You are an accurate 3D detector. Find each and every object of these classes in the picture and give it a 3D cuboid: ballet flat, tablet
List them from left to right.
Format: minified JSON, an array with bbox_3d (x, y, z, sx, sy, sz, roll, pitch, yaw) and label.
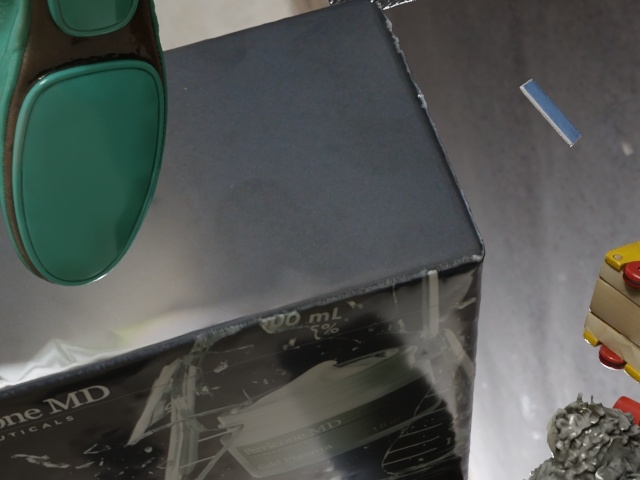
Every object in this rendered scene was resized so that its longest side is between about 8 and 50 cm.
[{"bbox_3d":[-0.117,-0.099,0.521,0.087,0.083,0.247,48,140,45],"label":"ballet flat"},{"bbox_3d":[0.246,-0.137,1.202,0.083,0.006,0.054,50,-152,2],"label":"tablet"}]

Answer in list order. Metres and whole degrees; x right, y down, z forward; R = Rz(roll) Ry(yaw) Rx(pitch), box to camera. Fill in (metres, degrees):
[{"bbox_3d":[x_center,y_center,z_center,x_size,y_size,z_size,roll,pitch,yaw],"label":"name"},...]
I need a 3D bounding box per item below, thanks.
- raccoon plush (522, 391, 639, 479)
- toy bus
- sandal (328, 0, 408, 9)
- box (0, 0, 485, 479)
[{"bbox_3d":[0.336,0.195,0.781,0.299,0.446,0.216,60,-172,-46],"label":"raccoon plush"},{"bbox_3d":[0.316,0.080,0.920,0.191,0.104,0.202,-25,82,59],"label":"toy bus"},{"bbox_3d":[0.127,-0.324,1.298,0.097,0.255,0.054,50,-145,-61],"label":"sandal"},{"bbox_3d":[-0.123,0.088,1.047,0.471,0.480,0.297,80,172,-55],"label":"box"}]
